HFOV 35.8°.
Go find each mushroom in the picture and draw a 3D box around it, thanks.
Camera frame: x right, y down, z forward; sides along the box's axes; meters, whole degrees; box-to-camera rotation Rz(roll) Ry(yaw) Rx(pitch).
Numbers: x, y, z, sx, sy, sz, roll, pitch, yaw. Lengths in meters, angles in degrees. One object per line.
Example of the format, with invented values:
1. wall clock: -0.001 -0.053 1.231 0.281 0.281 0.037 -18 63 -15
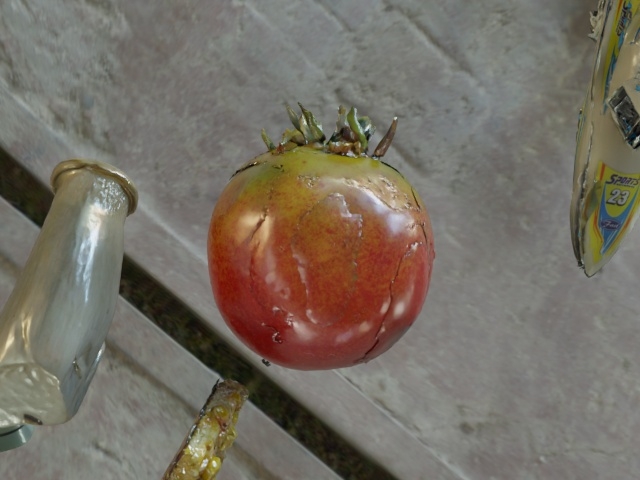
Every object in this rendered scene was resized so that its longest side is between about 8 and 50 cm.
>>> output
1. mushroom: -0.223 0.047 0.865 0.096 0.108 0.247 19 71 -13

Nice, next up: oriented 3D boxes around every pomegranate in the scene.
1. pomegranate: 0.000 0.000 0.876 0.210 0.210 0.235 6 91 -14

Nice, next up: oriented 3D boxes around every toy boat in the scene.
1. toy boat: 0.197 -0.076 0.629 0.084 0.066 0.210 8 103 -13

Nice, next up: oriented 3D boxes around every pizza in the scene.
1. pizza: -0.104 0.187 0.826 0.041 0.131 0.178 29 56 -1

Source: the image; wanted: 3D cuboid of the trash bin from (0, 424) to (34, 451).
1. trash bin: -0.370 0.159 1.020 0.116 0.059 0.130 -11 122 -3
